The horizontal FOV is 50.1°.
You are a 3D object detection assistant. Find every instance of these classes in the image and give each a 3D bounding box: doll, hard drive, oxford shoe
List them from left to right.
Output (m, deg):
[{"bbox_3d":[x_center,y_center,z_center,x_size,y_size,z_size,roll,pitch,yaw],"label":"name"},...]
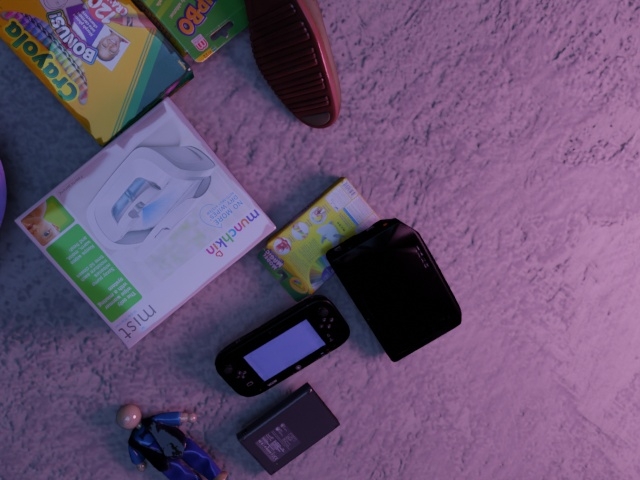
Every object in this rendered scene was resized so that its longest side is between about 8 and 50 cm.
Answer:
[{"bbox_3d":[-0.228,0.312,1.036,0.189,0.046,0.129,40,99,-3],"label":"doll"},{"bbox_3d":[-0.048,0.291,1.055,0.135,0.022,0.094,-35,117,-2],"label":"hard drive"},{"bbox_3d":[-0.034,-0.331,0.959,0.130,0.123,0.348,-45,123,-41],"label":"oxford shoe"}]

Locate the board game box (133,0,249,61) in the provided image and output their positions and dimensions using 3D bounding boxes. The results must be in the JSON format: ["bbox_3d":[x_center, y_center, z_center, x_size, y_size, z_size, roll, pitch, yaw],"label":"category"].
[{"bbox_3d":[-0.217,-0.377,0.957,0.124,0.039,0.259,-44,97,-19],"label":"board game box"}]

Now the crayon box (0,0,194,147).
[{"bbox_3d":[-0.329,-0.283,0.944,0.165,0.081,0.278,-42,99,-2],"label":"crayon box"}]

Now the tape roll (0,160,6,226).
[{"bbox_3d":[-0.559,-0.062,0.882,0.275,0.090,0.274,2,87,-31],"label":"tape roll"}]

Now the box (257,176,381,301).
[{"bbox_3d":[0.000,0.000,1.035,0.179,0.043,0.105,-40,100,-4],"label":"box"}]

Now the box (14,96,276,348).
[{"bbox_3d":[-0.235,-0.025,0.963,0.262,0.127,0.231,-39,97,-3],"label":"box"}]

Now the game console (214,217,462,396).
[{"bbox_3d":[0.020,0.130,1.027,0.361,0.044,0.213,-31,116,4],"label":"game console"}]
